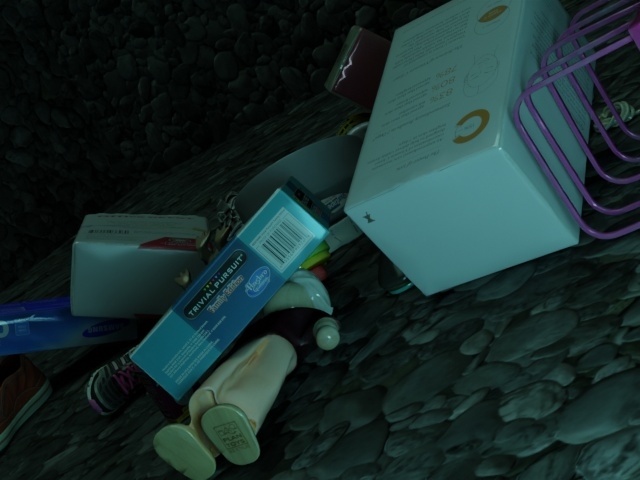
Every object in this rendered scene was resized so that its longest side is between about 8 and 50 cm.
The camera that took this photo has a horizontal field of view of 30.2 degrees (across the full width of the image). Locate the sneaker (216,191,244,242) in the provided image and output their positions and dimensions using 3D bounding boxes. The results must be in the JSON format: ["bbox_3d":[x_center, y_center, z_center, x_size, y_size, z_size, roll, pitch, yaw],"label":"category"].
[{"bbox_3d":[-0.145,-0.021,2.090,0.105,0.115,0.281,-45,8,4],"label":"sneaker"}]

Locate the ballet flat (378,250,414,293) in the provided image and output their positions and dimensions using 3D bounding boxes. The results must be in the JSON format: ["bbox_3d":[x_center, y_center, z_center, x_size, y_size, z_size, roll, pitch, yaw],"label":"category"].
[{"bbox_3d":[0.143,-0.039,1.569,0.095,0.096,0.280,-18,18,45],"label":"ballet flat"}]

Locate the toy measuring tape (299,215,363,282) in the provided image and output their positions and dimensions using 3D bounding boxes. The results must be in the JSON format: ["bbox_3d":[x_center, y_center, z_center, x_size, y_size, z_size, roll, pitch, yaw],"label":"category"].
[{"bbox_3d":[0.000,0.000,1.734,0.330,0.121,0.121,-30,10,-36],"label":"toy measuring tape"}]

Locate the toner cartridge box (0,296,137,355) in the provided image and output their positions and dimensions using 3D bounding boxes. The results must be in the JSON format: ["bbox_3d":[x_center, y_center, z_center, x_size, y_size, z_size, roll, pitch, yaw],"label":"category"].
[{"bbox_3d":[-0.506,0.149,2.069,0.348,0.075,0.165,-6,5,-18],"label":"toner cartridge box"}]

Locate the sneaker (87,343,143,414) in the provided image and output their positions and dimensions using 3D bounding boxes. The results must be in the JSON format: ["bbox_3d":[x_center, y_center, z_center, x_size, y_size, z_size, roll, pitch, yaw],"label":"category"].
[{"bbox_3d":[-0.272,0.191,1.731,0.075,0.063,0.170,-30,6,35],"label":"sneaker"}]

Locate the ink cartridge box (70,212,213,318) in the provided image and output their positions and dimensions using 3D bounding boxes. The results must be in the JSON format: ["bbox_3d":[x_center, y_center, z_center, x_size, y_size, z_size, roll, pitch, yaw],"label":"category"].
[{"bbox_3d":[-0.299,0.039,2.021,0.226,0.131,0.306,2,9,-6],"label":"ink cartridge box"}]

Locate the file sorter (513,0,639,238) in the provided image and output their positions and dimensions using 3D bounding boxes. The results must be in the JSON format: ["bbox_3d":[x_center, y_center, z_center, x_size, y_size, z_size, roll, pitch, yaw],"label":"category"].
[{"bbox_3d":[0.355,-0.160,1.311,0.182,0.202,0.290,-26,13,35],"label":"file sorter"}]

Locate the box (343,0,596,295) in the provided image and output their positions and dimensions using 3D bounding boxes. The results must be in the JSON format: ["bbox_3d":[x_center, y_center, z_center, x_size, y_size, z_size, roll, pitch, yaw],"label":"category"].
[{"bbox_3d":[0.190,-0.137,1.429,0.215,0.168,0.345,-22,36,36],"label":"box"}]

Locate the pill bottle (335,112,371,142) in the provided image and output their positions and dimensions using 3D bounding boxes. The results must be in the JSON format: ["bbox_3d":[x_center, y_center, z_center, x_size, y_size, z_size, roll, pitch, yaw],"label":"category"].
[{"bbox_3d":[0.086,-0.169,2.150,0.119,0.119,0.208,-31,12,2],"label":"pill bottle"}]

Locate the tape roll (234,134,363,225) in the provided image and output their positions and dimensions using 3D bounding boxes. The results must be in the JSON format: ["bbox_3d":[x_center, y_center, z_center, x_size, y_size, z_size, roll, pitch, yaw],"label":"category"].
[{"bbox_3d":[-0.018,-0.071,1.798,0.219,0.072,0.219,-27,-14,-7],"label":"tape roll"}]

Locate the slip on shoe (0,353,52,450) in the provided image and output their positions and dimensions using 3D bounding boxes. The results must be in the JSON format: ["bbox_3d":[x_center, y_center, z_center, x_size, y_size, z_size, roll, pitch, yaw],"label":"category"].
[{"bbox_3d":[-0.550,0.287,1.927,0.123,0.101,0.331,-24,15,24],"label":"slip on shoe"}]

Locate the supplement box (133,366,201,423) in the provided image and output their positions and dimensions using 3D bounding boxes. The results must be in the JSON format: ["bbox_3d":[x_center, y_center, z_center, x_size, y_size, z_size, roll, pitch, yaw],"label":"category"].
[{"bbox_3d":[-0.190,0.184,1.518,0.055,0.083,0.043,-38,14,-24],"label":"supplement box"}]

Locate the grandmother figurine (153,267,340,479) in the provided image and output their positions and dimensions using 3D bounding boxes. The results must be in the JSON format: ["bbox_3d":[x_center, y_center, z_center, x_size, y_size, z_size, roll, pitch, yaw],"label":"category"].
[{"bbox_3d":[-0.063,0.135,1.391,0.208,0.104,0.342,-16,21,24],"label":"grandmother figurine"}]

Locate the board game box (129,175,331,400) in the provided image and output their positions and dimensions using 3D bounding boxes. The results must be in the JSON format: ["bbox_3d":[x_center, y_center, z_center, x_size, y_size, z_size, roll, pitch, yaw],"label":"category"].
[{"bbox_3d":[-0.099,0.044,1.463,0.254,0.079,0.336,-48,3,4],"label":"board game box"}]

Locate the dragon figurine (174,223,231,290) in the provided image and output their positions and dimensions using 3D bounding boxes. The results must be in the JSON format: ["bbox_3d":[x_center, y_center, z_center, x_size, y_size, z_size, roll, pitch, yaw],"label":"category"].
[{"bbox_3d":[-0.140,0.076,1.809,0.085,0.144,0.289,-21,36,35],"label":"dragon figurine"}]

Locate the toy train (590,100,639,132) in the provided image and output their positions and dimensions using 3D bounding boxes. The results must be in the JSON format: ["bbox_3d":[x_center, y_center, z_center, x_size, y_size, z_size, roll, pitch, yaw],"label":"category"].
[{"bbox_3d":[0.325,-0.202,1.656,0.248,0.143,0.105,-24,15,32],"label":"toy train"}]

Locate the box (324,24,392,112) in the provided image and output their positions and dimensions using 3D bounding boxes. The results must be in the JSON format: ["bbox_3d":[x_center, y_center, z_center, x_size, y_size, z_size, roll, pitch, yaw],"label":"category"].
[{"bbox_3d":[0.139,-0.274,2.103,0.126,0.232,0.148,-64,9,9],"label":"box"}]
